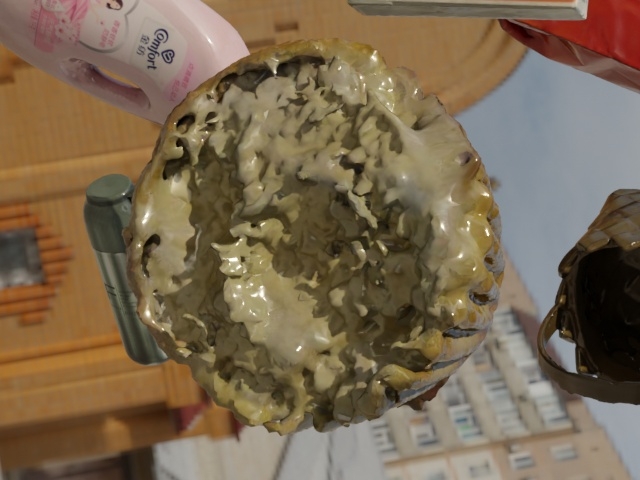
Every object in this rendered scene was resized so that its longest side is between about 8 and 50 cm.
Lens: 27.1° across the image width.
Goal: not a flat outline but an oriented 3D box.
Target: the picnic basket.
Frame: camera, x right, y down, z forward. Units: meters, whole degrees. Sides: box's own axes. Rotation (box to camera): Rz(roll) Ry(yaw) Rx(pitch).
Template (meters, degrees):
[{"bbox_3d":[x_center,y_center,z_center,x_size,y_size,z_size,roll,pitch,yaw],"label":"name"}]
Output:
[{"bbox_3d":[0.220,0.058,0.910,0.178,0.128,0.138,-51,134,-50],"label":"picnic basket"}]

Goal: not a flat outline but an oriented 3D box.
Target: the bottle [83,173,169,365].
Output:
[{"bbox_3d":[-0.221,0.039,1.617,0.079,0.096,0.254,-61,148,-48],"label":"bottle"}]

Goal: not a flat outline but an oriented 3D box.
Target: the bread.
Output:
[{"bbox_3d":[0.000,0.000,0.914,0.149,0.274,0.274,15,61,-64],"label":"bread"}]

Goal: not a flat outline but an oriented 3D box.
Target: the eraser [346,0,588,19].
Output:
[{"bbox_3d":[0.105,-0.261,0.860,0.038,0.157,0.230,9,88,-65],"label":"eraser"}]

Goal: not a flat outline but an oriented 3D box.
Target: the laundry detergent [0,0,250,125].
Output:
[{"bbox_3d":[-0.161,-0.183,1.319,0.088,0.335,0.159,-59,176,-49],"label":"laundry detergent"}]

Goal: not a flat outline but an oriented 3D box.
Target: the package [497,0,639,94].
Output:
[{"bbox_3d":[0.365,-0.272,1.522,0.123,0.423,0.196,57,58,-84],"label":"package"}]
